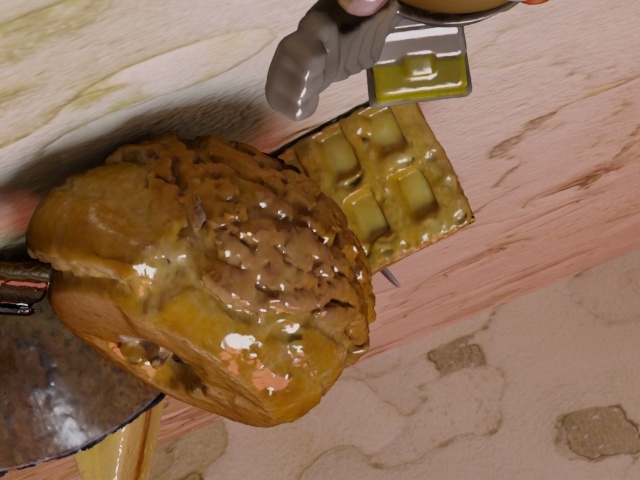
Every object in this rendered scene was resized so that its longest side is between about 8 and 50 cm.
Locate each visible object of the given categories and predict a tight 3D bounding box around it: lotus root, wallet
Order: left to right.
[{"bbox_3d":[-0.368,0.038,1.388,0.243,0.039,0.133,7,163,-19],"label":"wallet"},{"bbox_3d":[-0.306,0.111,1.658,0.272,0.192,0.272,-22,-164,7],"label":"lotus root"}]

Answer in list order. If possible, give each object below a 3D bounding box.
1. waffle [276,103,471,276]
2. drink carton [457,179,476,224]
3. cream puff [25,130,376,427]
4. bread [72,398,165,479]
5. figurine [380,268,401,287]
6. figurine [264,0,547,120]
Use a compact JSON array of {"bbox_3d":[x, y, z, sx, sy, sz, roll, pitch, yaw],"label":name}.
[{"bbox_3d":[0.018,-0.033,1.680,0.274,0.168,0.057,-29,173,18],"label":"waffle"},{"bbox_3d":[0.133,-0.041,2.074,0.056,0.071,0.166,-29,168,38],"label":"drink carton"},{"bbox_3d":[-0.102,0.022,1.495,0.231,0.343,0.327,-59,-158,-17],"label":"cream puff"},{"bbox_3d":[-0.253,0.247,2.161,0.163,0.264,0.167,-23,174,9],"label":"bread"},{"bbox_3d":[0.008,-0.010,1.973,0.205,0.103,0.260,17,160,-9],"label":"figurine"},{"bbox_3d":[0.092,-0.210,1.041,0.167,0.342,0.285,21,171,6],"label":"figurine"}]
